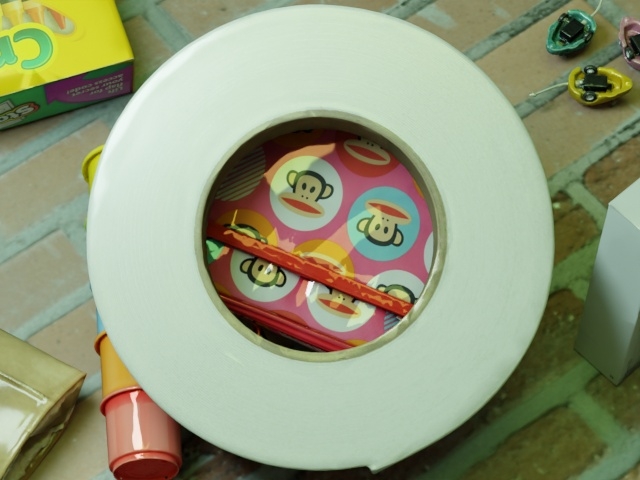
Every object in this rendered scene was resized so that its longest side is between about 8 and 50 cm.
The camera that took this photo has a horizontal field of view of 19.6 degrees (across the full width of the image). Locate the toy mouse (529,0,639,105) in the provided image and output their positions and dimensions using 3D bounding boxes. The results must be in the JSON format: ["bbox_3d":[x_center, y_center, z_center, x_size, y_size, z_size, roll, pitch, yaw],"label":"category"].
[{"bbox_3d":[0.284,-0.193,1.856,0.161,0.031,0.143,0,57,0],"label":"toy mouse"}]

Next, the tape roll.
[{"bbox_3d":[0.000,0.000,1.541,0.392,0.072,0.392,0,84,0],"label":"tape roll"}]

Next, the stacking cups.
[{"bbox_3d":[-0.167,0.067,1.664,0.096,0.096,0.316,-3,62,-2],"label":"stacking cups"}]

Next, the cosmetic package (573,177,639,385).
[{"bbox_3d":[0.282,0.023,1.590,0.099,0.239,0.060,-39,66,-23],"label":"cosmetic package"}]

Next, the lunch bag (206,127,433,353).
[{"bbox_3d":[0.024,0.007,1.636,0.293,0.120,0.258,22,85,1],"label":"lunch bag"}]

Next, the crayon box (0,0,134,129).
[{"bbox_3d":[-0.400,-0.249,1.806,0.363,0.106,0.313,-18,74,-11],"label":"crayon box"}]

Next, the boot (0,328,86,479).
[{"bbox_3d":[-0.322,0.071,1.659,0.269,0.089,0.236,28,72,17],"label":"boot"}]
